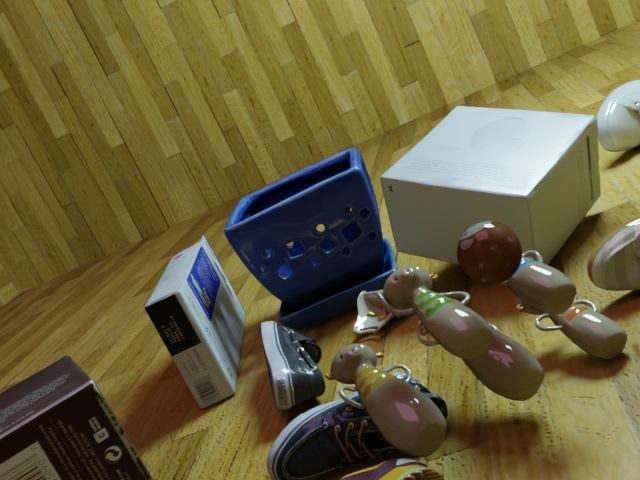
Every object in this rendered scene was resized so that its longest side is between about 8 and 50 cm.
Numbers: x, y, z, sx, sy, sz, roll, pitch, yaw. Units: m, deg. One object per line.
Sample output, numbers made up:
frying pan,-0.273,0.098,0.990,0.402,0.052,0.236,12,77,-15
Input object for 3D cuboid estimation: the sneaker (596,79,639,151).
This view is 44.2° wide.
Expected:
sneaker,0.594,-0.241,1.347,0.290,0.106,0.123,-30,11,-25

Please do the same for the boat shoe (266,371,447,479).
boat shoe,0.036,0.193,0.785,0.183,0.065,0.083,-29,14,-17

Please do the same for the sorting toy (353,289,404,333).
sorting toy,0.083,0.104,1.113,0.083,0.045,0.075,-12,26,45

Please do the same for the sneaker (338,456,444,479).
sneaker,0.016,0.242,0.650,0.185,0.069,0.084,-23,3,-17

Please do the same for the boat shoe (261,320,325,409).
boat shoe,-0.035,0.158,1.055,0.076,0.080,0.228,-9,8,-6

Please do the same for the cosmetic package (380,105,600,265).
cosmetic package,0.245,-0.076,1.119,0.224,0.138,0.224,12,40,38

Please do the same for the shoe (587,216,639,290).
shoe,0.395,-0.001,0.841,0.219,0.076,0.058,-22,8,8

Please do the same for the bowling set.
bowling set,0.146,0.047,0.743,0.287,0.200,0.154,-19,32,-22

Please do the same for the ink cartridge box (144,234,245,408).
ink cartridge box,-0.191,0.115,1.282,0.069,0.176,0.371,-25,13,5

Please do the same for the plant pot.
plant pot,0.000,0.000,1.293,0.236,0.212,0.236,-24,12,6

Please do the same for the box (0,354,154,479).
box,-0.329,0.265,0.966,0.167,0.168,0.203,-32,15,-21
